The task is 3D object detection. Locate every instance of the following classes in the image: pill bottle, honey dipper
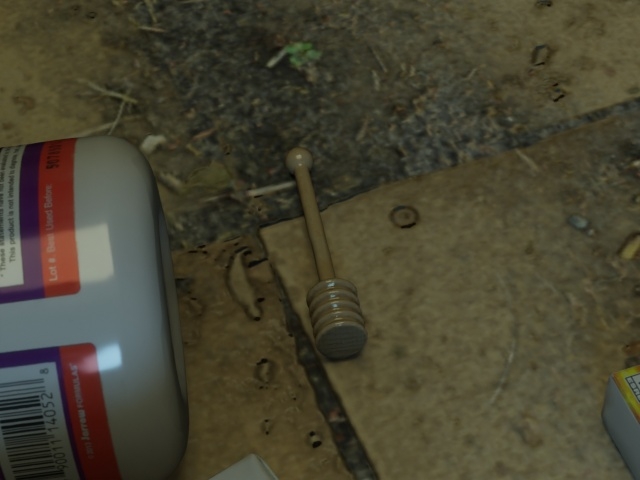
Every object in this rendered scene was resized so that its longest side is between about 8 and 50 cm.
[{"bbox_3d":[-0.234,0.053,0.751,0.323,0.181,0.181,-7,49,-3],"label":"pill bottle"},{"bbox_3d":[0.000,0.000,0.887,0.030,0.030,0.160,-8,46,-4],"label":"honey dipper"}]

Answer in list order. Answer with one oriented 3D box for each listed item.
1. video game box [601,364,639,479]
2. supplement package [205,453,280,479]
[{"bbox_3d":[0.269,0.128,0.746,0.187,0.048,0.205,-14,49,-13],"label":"video game box"},{"bbox_3d":[-0.093,0.254,0.568,0.293,0.177,0.175,-29,53,-20],"label":"supplement package"}]
